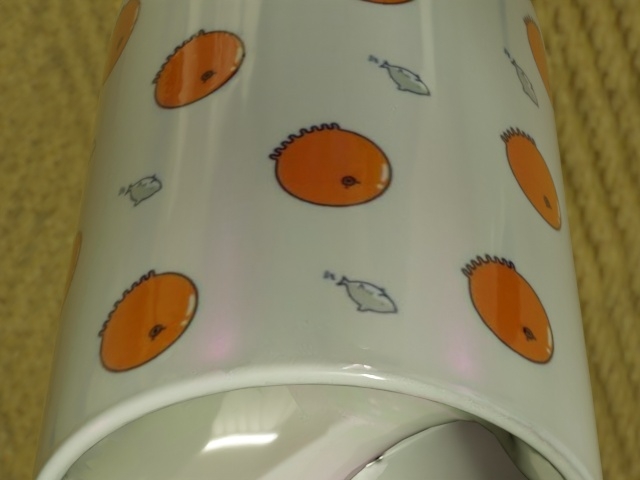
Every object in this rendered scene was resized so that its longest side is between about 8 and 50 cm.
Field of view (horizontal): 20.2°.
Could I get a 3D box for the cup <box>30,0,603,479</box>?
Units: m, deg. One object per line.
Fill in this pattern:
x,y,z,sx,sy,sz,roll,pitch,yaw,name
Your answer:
0.000,0.000,0.755,0.212,0.317,0.212,0,137,0,cup
